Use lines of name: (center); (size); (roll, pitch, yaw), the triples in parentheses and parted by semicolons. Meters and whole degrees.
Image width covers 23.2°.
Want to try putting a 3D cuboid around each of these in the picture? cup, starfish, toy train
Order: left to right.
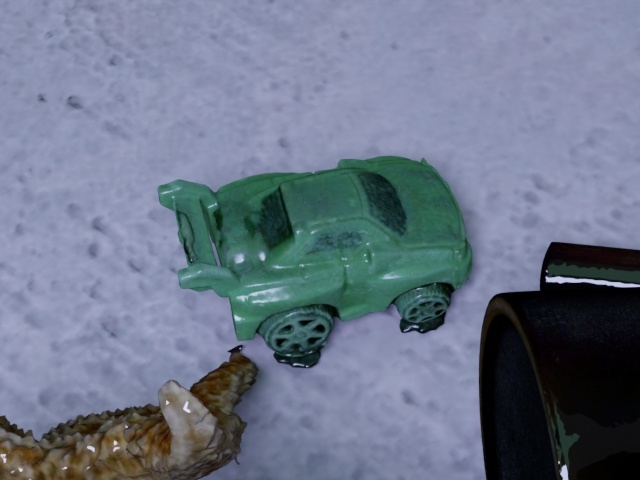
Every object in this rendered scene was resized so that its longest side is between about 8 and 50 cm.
starfish: (-0.165, 0.121, 0.651); (0.293, 0.301, 0.084); (-31, 96, 0)
toy train: (0.000, 0.000, 0.793); (0.149, 0.081, 0.099); (-14, 55, -4)
cup: (0.165, 0.064, 0.688); (0.177, 0.166, 0.239); (-7, 57, -4)
